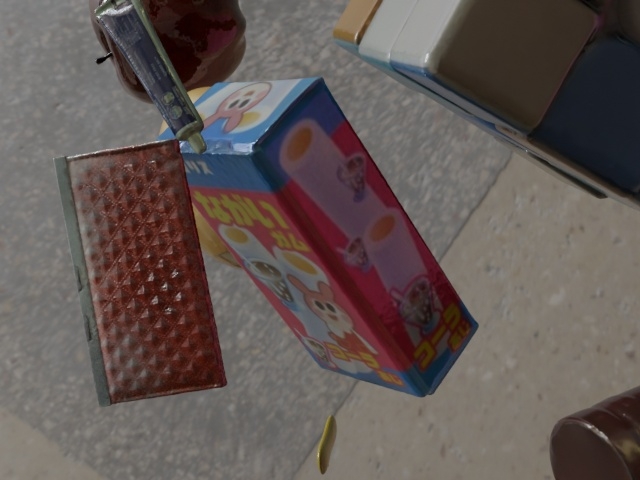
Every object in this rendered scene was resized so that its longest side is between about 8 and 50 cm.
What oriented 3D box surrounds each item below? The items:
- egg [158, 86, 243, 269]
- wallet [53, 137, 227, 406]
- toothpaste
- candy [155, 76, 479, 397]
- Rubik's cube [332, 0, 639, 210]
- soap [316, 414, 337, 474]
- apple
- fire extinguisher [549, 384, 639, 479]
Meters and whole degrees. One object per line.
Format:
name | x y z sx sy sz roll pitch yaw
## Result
egg | -0.111 -0.089 1.365 0.201 0.201 0.244 -38 85 18
wallet | -0.138 0.025 0.802 0.103 0.020 0.196 -10 94 10
toothpaste | -0.121 -0.123 0.775 0.037 0.021 0.140 -32 81 12
candy | 0.001 -0.001 0.941 0.157 0.100 0.306 8 142 51
Rubik's cube | 0.265 -0.244 1.001 0.347 0.344 0.347 26 97 -17
soap | 0.007 0.231 1.190 0.012 0.089 0.034 -3 114 13
apple | -0.217 -0.303 1.497 0.234 0.234 0.234 3 104 12
fire extinguisher | 0.373 0.159 0.913 0.337 0.114 0.135 -18 65 -22
